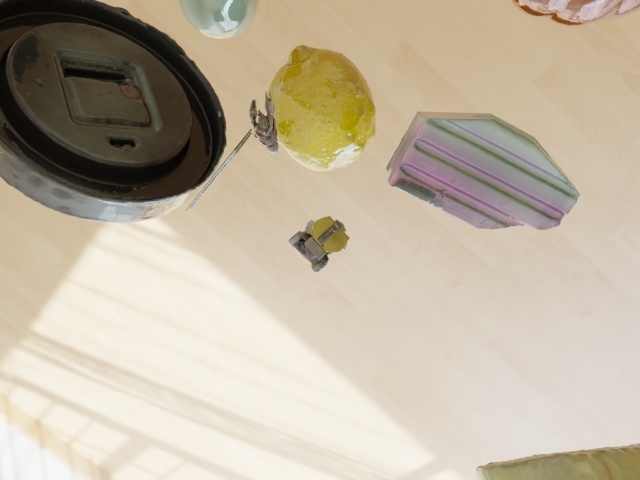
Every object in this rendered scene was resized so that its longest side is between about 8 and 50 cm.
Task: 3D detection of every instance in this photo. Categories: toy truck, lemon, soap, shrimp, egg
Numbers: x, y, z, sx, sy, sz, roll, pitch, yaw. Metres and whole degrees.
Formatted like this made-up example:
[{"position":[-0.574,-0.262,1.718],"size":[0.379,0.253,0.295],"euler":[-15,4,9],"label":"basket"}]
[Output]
[{"position":[0.000,0.000,0.717],"size":[0.063,0.123,0.052],"euler":[-41,93,-1],"label":"toy truck"},{"position":[0.003,-0.281,1.281],"size":[0.234,0.233,0.288],"euler":[-8,119,23],"label":"lemon"},{"position":[0.309,-0.129,1.111],"size":[0.324,0.109,0.192],"euler":[26,114,-6],"label":"soap"},{"position":[-0.085,-0.173,0.877],"size":[0.038,0.029,0.092],"euler":[-7,103,-4],"label":"shrimp"},{"position":[-0.210,-0.511,1.216],"size":[0.168,0.231,0.168],"euler":[1,81,-4],"label":"egg"}]

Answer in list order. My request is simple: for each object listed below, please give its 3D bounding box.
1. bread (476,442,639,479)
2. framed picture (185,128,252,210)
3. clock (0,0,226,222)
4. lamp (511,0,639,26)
[{"position":[0.248,0.335,0.461],"size":[0.187,0.338,0.155],"euler":[6,149,-28],"label":"bread"},{"position":[-0.213,-0.150,1.261],"size":[0.011,0.142,0.183],"euler":[39,117,-12],"label":"framed picture"},{"position":[-0.276,-0.170,0.744],"size":[0.325,0.325,0.067],"euler":[41,132,-8],"label":"clock"},{"position":[0.271,-0.333,0.611],"size":[0.223,0.196,0.223],"euler":[1,81,-5],"label":"lamp"}]
